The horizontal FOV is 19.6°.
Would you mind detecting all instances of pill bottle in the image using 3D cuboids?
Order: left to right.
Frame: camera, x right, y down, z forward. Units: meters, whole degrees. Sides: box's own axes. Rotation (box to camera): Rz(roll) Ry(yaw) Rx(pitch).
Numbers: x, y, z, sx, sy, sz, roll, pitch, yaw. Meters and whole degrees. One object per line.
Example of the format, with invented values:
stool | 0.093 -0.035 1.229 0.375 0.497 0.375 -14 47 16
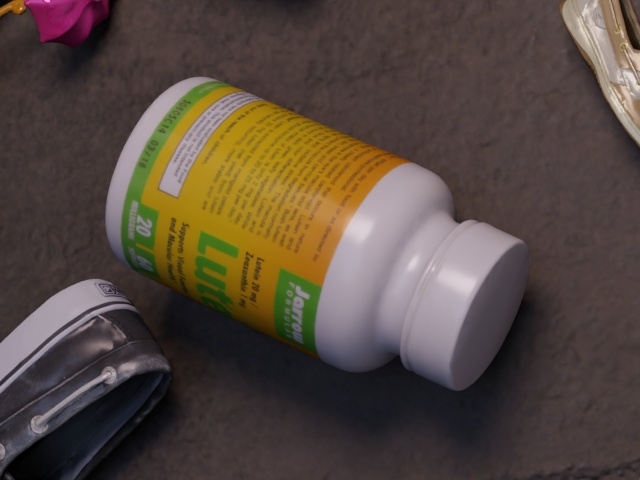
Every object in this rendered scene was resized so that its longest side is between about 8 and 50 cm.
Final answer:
pill bottle | 0.000 0.000 1.167 0.246 0.136 0.136 24 96 22

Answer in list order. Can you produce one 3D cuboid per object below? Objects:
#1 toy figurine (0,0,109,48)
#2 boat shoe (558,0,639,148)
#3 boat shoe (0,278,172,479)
toy figurine | -0.223 -0.179 1.307 0.159 0.130 0.173 -17 55 7
boat shoe | 0.196 -0.103 1.139 0.045 0.050 0.135 -35 74 22
boat shoe | -0.218 0.168 1.261 0.306 0.113 0.105 -43 57 5
